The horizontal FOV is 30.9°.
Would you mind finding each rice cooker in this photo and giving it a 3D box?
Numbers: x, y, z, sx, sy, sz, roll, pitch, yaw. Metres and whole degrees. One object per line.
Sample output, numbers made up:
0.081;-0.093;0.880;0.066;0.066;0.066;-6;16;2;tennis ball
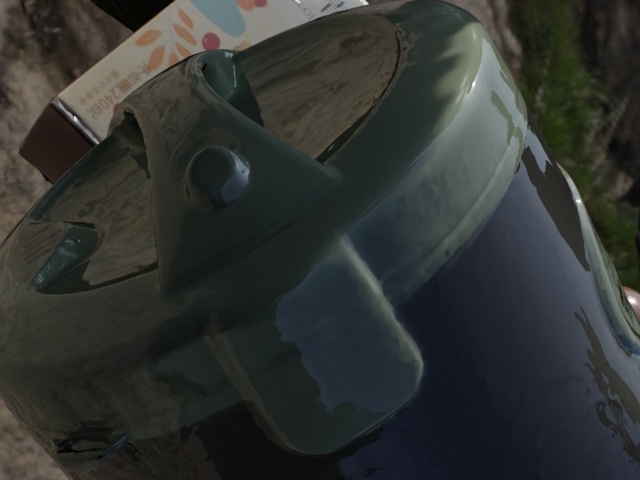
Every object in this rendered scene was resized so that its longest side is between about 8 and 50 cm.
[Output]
0.000;0.040;0.558;0.277;0.288;0.288;58;35;-24;rice cooker

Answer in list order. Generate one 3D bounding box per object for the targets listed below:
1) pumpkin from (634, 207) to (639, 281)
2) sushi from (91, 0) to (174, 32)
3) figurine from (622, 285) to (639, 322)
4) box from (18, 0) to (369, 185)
0.294;-0.001;0.733;0.201;0.140;0.202;-7;109;-22;pumpkin
-0.225;-0.440;1.684;0.215;0.212;0.227;33;38;-30;sushi
0.388;0.273;1.486;0.388;0.276;0.248;46;23;-21;figurine
-0.056;-0.105;1.237;0.344;0.122;0.385;46;56;-6;box
